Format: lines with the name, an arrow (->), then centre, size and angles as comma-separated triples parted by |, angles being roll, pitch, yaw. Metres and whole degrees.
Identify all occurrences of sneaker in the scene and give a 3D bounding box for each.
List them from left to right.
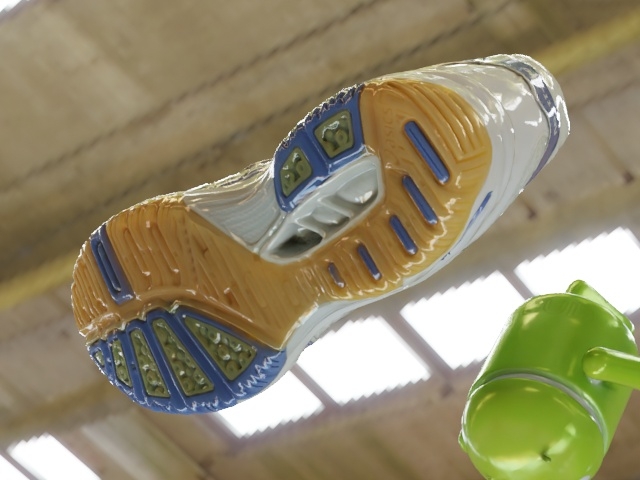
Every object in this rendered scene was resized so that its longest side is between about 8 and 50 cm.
sneaker -> 0.000, 0.000, 0.911 | 0.296, 0.112, 0.131 | -24, -179, 43

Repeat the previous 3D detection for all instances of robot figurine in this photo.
robot figurine -> 0.105, 0.070, 0.849 | 0.101, 0.067, 0.115 | -37, -166, 42
